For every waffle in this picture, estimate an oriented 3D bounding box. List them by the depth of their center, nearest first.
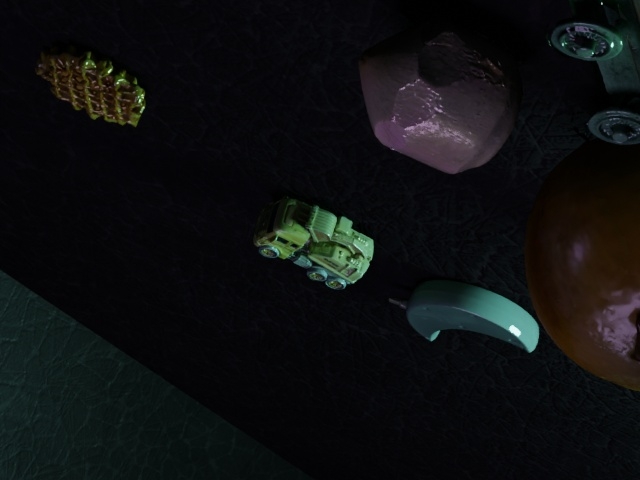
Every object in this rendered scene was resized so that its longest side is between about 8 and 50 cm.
[{"bbox_3d":[-0.337,-0.228,2.196,0.191,0.038,0.191,20,160,7],"label":"waffle"}]

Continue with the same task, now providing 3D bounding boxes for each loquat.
[{"bbox_3d":[0.392,0.040,1.646,0.328,0.359,0.328,1,142,1],"label":"loquat"}]

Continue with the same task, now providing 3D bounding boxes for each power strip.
[{"bbox_3d":[0.228,0.122,2.467,0.253,0.054,0.167,6,152,39],"label":"power strip"}]

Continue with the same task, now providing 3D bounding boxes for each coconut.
[{"bbox_3d":[0.130,-0.170,1.662,0.183,0.171,0.171,26,160,-15],"label":"coconut"}]

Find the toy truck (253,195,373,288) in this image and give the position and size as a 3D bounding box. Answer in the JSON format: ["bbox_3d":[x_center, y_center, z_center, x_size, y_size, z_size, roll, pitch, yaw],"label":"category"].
[{"bbox_3d":[0.000,0.000,2.354,0.191,0.085,0.116,27,151,-20],"label":"toy truck"}]

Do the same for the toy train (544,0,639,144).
[{"bbox_3d":[0.332,-0.184,1.449,0.189,0.126,0.307,11,157,28],"label":"toy train"}]
